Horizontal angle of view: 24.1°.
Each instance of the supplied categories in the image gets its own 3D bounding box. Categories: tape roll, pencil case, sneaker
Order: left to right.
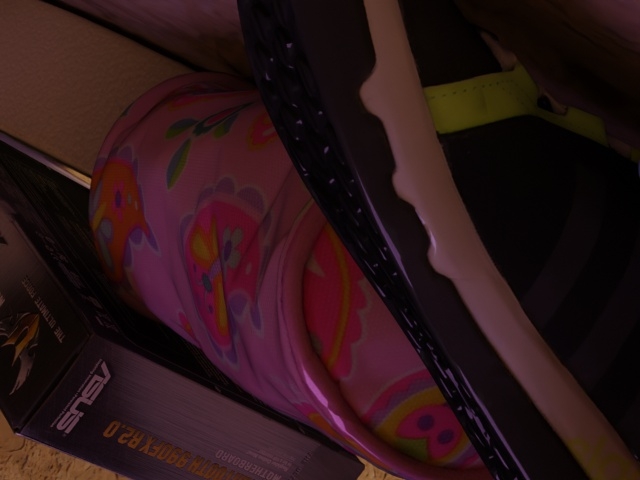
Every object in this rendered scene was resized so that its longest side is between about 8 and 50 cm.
[{"bbox_3d":[-0.054,-0.026,0.885,0.392,0.072,0.392,27,176,2],"label":"tape roll"},{"bbox_3d":[0.000,0.000,0.546,0.124,0.124,0.284,30,175,-22],"label":"pencil case"},{"bbox_3d":[0.065,-0.001,0.376,0.234,0.097,0.084,58,175,-26],"label":"sneaker"}]

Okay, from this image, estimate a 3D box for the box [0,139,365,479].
[{"bbox_3d":[-0.104,0.039,0.742,0.183,0.056,0.231,32,-171,-42],"label":"box"}]

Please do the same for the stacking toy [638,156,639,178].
[{"bbox_3d":[0.099,0.139,0.275,0.175,0.301,0.166,32,175,-30],"label":"stacking toy"}]
